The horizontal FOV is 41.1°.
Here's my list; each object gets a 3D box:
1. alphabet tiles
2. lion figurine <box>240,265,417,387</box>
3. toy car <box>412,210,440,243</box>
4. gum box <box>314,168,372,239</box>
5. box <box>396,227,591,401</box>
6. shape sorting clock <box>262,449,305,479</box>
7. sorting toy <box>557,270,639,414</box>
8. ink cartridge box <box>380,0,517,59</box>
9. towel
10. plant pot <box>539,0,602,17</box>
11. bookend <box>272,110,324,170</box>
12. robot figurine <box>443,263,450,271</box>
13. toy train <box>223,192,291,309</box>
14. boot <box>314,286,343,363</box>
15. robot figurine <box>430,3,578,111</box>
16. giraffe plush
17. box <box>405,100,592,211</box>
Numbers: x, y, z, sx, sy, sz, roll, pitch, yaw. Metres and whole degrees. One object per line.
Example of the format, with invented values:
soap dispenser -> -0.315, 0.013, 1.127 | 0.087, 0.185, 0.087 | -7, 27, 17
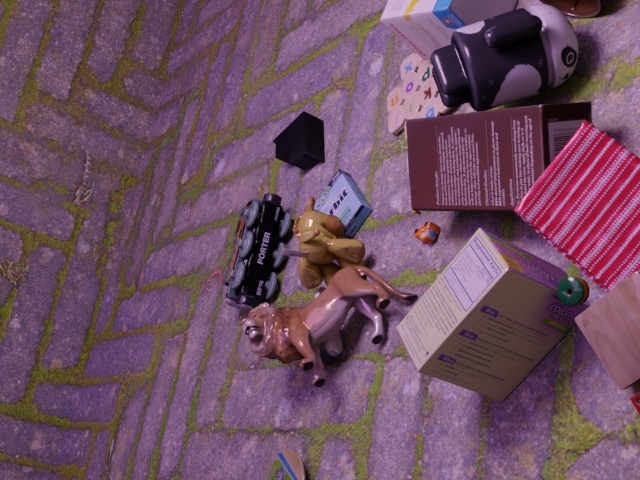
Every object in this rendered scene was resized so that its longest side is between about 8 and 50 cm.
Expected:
alphabet tiles -> 0.261, -0.380, 2.059 | 0.284, 0.021, 0.278 | -38, 38, 38
lion figurine -> 0.012, 0.164, 1.919 | 0.392, 0.142, 0.240 | -33, 44, 5
toy car -> 0.209, -0.031, 1.822 | 0.060, 0.122, 0.041 | -21, 46, 28
gum box -> 0.045, -0.071, 2.168 | 0.157, 0.041, 0.184 | -55, 33, 19
box -> 0.294, 0.133, 1.474 | 0.243, 0.213, 0.117 | -53, 34, 22
shape sorting clock -> -0.088, 0.580, 1.940 | 0.206, 0.040, 0.206 | -36, 45, 46
sorting toy -> 0.487, 0.145, 1.306 | 0.132, 0.046, 0.274 | -48, 57, 33
ink cartridge box -> 0.290, -0.530, 1.935 | 0.232, 0.171, 0.168 | 10, 71, 53
towel -> 0.468, -0.036, 1.369 | 0.275, 0.031, 0.199 | 45, 111, 23
plant pot -> 0.510, -0.551, 1.668 | 0.165, 0.167, 0.167 | -59, 30, -4
bookend -> -0.063, -0.256, 2.431 | 0.156, 0.072, 0.157 | -39, 41, 40
robot figurine -> 0.266, 0.091, 1.690 | 0.101, 0.067, 0.115 | -110, 44, -85
toy train -> -0.182, 0.034, 2.375 | 0.190, 0.142, 0.334 | -22, 53, 65
boot -> -0.004, 0.204, 2.031 | 0.086, 0.069, 0.190 | -38, 41, 30
robot figurine -> 0.361, -0.351, 1.668 | 0.278, 0.174, 0.209 | -17, 21, 4
giraffe plush -> 0.000, 0.000, 2.039 | 0.181, 0.210, 0.170 | -50, 27, 31
box -> 0.331, -0.152, 1.628 | 0.381, 0.143, 0.191 | 6, 102, 56
